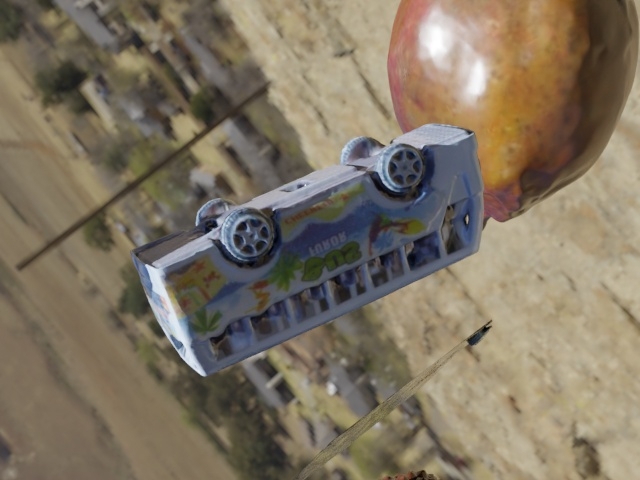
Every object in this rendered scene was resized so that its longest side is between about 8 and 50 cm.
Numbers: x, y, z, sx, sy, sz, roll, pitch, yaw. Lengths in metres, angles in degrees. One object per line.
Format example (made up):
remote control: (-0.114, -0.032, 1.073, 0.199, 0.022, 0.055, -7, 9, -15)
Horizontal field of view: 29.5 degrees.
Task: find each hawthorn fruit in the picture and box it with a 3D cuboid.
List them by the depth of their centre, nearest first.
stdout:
hawthorn fruit: (0.217, -0.201, 1.407, 0.308, 0.324, 0.308, 13, 163, 4)

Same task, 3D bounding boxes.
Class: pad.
pad: (0.057, 0.171, 1.178, 0.009, 0.265, 0.159, 50, 136, 11)

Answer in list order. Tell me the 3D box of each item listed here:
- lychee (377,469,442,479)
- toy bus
lychee: (0.091, 0.373, 1.270, 0.271, 0.271, 0.271, 42, 160, 19)
toy bus: (0.000, 0.000, 1.122, 0.109, 0.330, 0.136, 21, 132, 67)
